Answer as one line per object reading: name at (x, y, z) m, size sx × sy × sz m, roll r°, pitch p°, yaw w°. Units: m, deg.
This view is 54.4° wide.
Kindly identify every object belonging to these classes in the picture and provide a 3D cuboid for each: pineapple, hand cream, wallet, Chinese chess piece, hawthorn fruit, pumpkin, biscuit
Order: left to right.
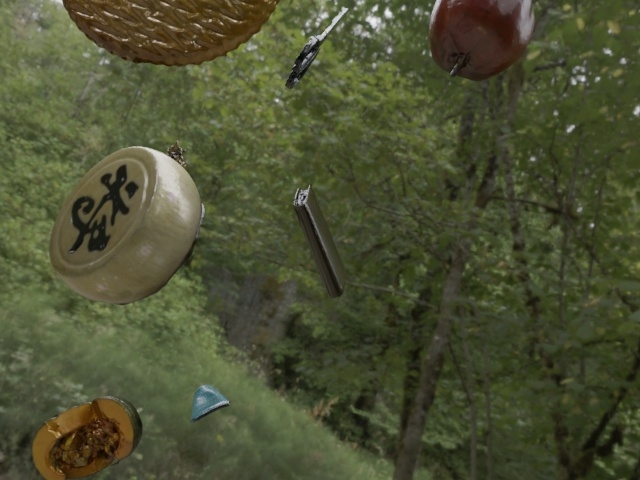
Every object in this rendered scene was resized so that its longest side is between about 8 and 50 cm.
pumpkin at (-0.379, 0.329, 1.055) m, size 0.183 × 0.119 × 0.107 m, roll -22°, pitch -3°, yaw 6°
Chinese chess piece at (-0.309, -0.025, 0.988) m, size 0.257 × 0.257 × 0.104 m, roll 5°, pitch -25°, yaw 38°
biscuit at (-0.155, -0.296, 0.648) m, size 0.254 × 0.254 × 0.035 m, roll 17°, pitch -8°, yaw 4°
pineapple at (-0.375, -0.197, 1.592) m, size 0.114 × 0.114 × 0.077 m, roll 24°, pitch 2°, yaw 21°
hand cream at (-0.234, 0.338, 1.298) m, size 0.083 × 0.048 × 0.224 m, roll -24°, pitch 1°, yaw -13°
wallet at (0.000, 0.000, 1.157) m, size 0.031 × 0.110 × 0.198 m, roll -16°, pitch -65°, yaw 13°
hawthorn fruit at (0.313, -0.414, 1.229) m, size 0.215 × 0.249 × 0.215 m, roll 21°, pitch -23°, yaw 9°

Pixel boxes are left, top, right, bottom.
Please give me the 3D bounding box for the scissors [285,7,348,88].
scissors at (0.002, -0.414, 1.282) m, size 0.022 × 0.300 × 0.109 m, roll 30°, pitch -40°, yaw -3°
